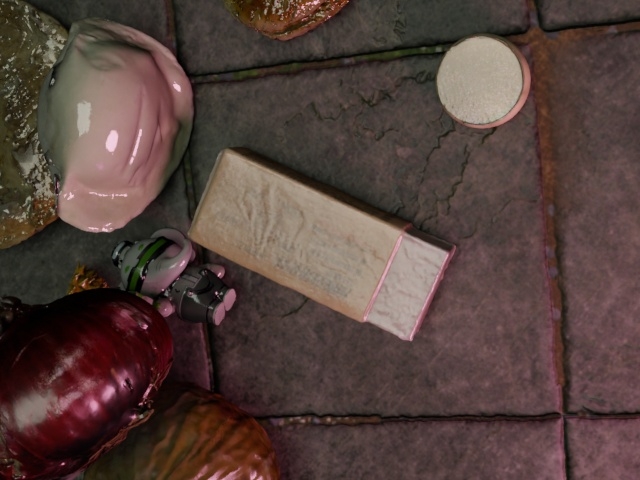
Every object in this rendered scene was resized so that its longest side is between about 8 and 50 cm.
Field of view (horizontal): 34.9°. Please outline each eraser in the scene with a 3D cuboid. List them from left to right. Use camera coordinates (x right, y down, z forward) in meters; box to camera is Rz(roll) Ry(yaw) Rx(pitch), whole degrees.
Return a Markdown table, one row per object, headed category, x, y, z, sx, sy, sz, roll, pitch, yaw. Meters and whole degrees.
| category | x | y | z | sx | sy | sz | roll | pitch | yaw |
| --- | --- | --- | --- | --- | --- | --- | --- | --- | --- |
| eraser | 0.000 | 0.000 | 1.387 | 0.343 | 0.078 | 0.144 | 26 | 103 | 11 |

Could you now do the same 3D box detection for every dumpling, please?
| category | x | y | z | sx | sy | sz | roll | pitch | yaw |
| --- | --- | --- | --- | --- | --- | --- | --- | --- | --- |
| dumpling | -0.279 | -0.157 | 1.399 | 0.175 | 0.227 | 0.243 | 46 | 120 | 41 |

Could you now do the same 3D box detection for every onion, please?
| category | x | y | z | sx | sy | sz | roll | pitch | yaw |
| --- | --- | --- | --- | --- | --- | --- | --- | --- | --- |
| onion | -0.333 | 0.171 | 1.278 | 0.314 | 0.314 | 0.232 | -39 | 89 | 17 |

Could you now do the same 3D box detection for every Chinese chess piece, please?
| category | x | y | z | sx | sy | sz | roll | pitch | yaw |
| --- | --- | --- | --- | --- | --- | --- | --- | --- | --- |
| Chinese chess piece | 0.209 | -0.206 | 1.315 | 0.122 | 0.051 | 0.122 | 3 | 99 | 17 |

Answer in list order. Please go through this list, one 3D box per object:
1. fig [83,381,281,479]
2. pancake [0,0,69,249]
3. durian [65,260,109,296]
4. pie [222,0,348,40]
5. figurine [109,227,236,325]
| category | x | y | z | sx | sy | sz | roll | pitch | yaw |
| --- | --- | --- | --- | --- | --- | --- | --- | --- | --- |
| fig | -0.226 | 0.353 | 1.349 | 0.286 | 0.369 | 0.286 | 3 | 98 | 23 |
| pancake | -0.492 | -0.175 | 1.512 | 0.387 | 0.082 | 0.386 | 0 | 91 | 19 |
| durian | -0.348 | 0.146 | 1.497 | 0.132 | 0.165 | 0.182 | 21 | 70 | 45 |
| pie | -0.046 | -0.357 | 1.362 | 0.193 | 0.079 | 0.163 | -33 | 82 | 17 |
| figurine | -0.215 | 0.053 | 1.442 | 0.192 | 0.126 | 0.147 | 24 | 67 | 19 |
